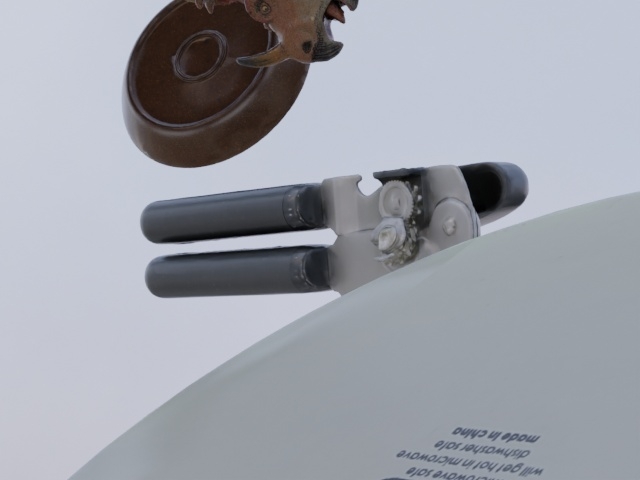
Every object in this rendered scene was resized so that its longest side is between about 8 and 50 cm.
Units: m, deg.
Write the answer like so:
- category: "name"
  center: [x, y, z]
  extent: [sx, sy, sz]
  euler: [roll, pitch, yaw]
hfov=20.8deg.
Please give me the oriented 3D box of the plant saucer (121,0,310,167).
- category: "plant saucer"
  center: [-0.087, -0.136, 1.342]
  extent: [0.168, 0.168, 0.029]
  euler: [-6, -28, 28]

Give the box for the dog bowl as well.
- category: "dog bowl"
  center: [0.041, 0.096, 0.365]
  extent: [0.265, 0.265, 0.104]
  euler: [-14, -68, 35]

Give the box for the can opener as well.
- category: "can opener"
  center: [0.000, 0.000, 1.084]
  extent: [0.280, 0.074, 0.093]
  euler: [-5, -2, 41]

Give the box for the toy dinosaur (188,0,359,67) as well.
- category: "toy dinosaur"
  center: [-0.067, -0.246, 1.226]
  extent: [0.127, 0.200, 0.296]
  euler: [22, 9, -29]
